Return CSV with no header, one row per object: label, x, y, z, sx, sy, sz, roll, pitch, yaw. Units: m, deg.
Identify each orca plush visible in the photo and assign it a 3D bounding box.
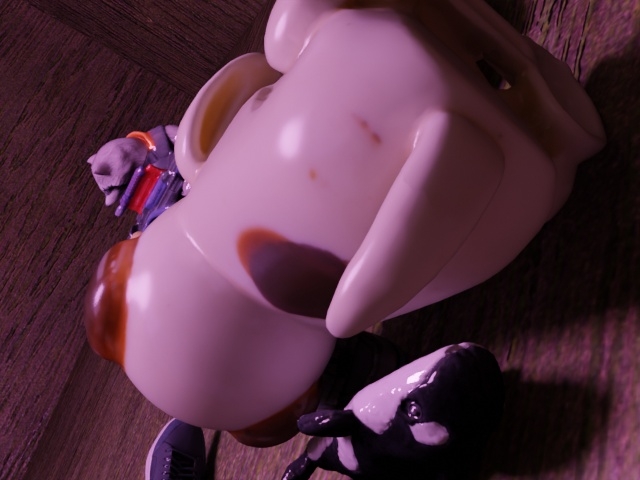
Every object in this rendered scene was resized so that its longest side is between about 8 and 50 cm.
orca plush,0.051,0.170,0.565,0.287,0.151,0.102,-39,61,44

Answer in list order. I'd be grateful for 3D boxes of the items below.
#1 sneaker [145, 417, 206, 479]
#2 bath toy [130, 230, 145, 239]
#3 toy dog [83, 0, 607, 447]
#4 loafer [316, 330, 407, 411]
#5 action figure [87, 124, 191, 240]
sneaker,-0.168,0.307,0.945,0.163,0.086,0.226,-44,27,45
bath toy,-0.069,0.007,0.905,0.348,0.151,0.129,-10,23,29
toy dog,0.000,0.000,0.606,0.408,0.284,0.395,-44,29,31
loafer,-0.010,0.130,0.788,0.267,0.084,0.096,-13,51,65
action figure,-0.200,-0.051,1.126,0.341,0.330,0.178,-47,43,25
